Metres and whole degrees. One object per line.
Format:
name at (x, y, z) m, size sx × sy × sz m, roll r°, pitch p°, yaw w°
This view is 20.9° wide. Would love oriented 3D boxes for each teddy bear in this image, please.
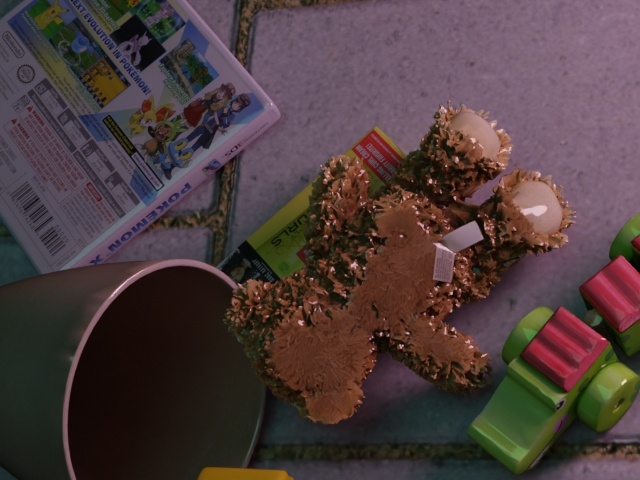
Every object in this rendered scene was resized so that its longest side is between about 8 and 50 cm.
teddy bear at (0.075, 0.025, 1.602) m, size 0.245 × 0.113 × 0.338 m, roll 32°, pitch 81°, yaw -5°

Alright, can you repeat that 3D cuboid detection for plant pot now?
plant pot at (-0.236, 0.132, 1.628) m, size 0.274 × 0.256 × 0.256 m, roll 7°, pitch 68°, yaw 39°

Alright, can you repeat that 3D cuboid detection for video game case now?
video game case at (-0.246, -0.147, 1.858) m, size 0.300 × 0.036 × 0.329 m, roll -39°, pitch 59°, yaw 0°

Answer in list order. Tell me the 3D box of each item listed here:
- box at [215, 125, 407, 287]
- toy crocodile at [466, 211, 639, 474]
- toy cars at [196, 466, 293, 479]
box at (0.000, 0.000, 1.688) m, size 0.232 × 0.058 × 0.087 m, roll -40°, pitch 59°, yaw -1°
toy crocodile at (0.263, 0.065, 1.537) m, size 0.340 × 0.105 × 0.115 m, roll -44°, pitch 60°, yaw -3°
toy cars at (-0.164, 0.318, 1.413) m, size 0.393 × 0.087 × 0.176 m, roll -38°, pitch 50°, yaw -15°
